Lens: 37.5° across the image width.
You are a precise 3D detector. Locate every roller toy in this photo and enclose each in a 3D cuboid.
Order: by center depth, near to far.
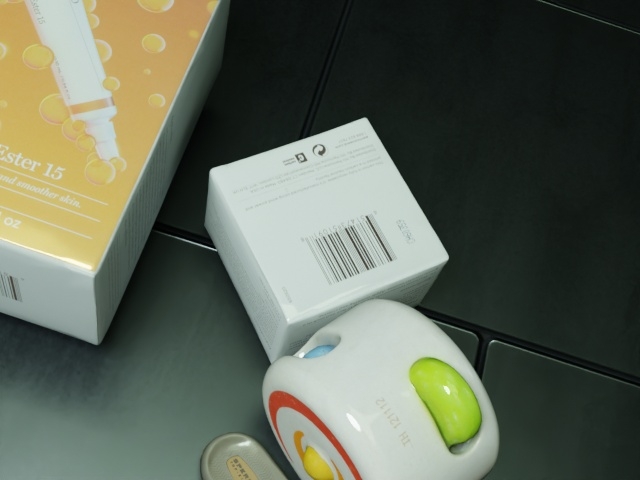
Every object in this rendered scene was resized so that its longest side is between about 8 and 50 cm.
[{"bbox_3d":[0.046,0.164,0.834,0.146,0.209,0.191,-32,48,-25],"label":"roller toy"}]

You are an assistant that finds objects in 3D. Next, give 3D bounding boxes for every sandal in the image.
[{"bbox_3d":[-0.028,0.248,0.830,0.090,0.060,0.219,-23,57,-30],"label":"sandal"}]

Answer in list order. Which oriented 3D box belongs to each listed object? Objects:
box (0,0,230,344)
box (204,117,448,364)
[{"bbox_3d":[-0.238,-0.115,0.866,0.215,0.168,0.345,19,61,-2],"label":"box"},{"bbox_3d":[0.000,0.000,0.951,0.181,0.119,0.182,-21,68,-21],"label":"box"}]
